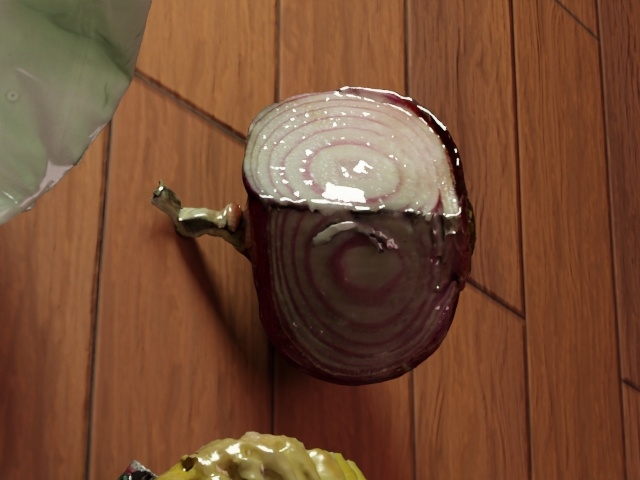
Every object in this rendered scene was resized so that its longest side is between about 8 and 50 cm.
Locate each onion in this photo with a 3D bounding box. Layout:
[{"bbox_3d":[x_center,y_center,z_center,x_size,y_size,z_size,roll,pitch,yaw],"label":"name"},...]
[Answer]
[{"bbox_3d":[0.030,0.005,1.850,0.256,0.272,0.230,-52,146,-46],"label":"onion"}]

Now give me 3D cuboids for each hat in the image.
[{"bbox_3d":[-0.302,-0.163,1.495,0.301,0.168,0.258,49,50,4],"label":"hat"}]

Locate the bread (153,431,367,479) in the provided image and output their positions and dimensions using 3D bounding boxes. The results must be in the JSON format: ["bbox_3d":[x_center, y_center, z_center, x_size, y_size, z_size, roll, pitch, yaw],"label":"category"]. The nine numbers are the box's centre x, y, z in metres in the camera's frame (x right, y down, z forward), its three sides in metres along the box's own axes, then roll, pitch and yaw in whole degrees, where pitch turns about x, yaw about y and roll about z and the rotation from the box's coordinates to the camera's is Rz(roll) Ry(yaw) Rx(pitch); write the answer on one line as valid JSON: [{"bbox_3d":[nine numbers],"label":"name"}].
[{"bbox_3d":[-0.051,0.285,1.567,0.274,0.149,0.274,-19,127,-28],"label":"bread"}]

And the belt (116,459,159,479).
[{"bbox_3d":[-0.089,0.264,1.671,0.232,0.053,0.071,42,5,-38],"label":"belt"}]
